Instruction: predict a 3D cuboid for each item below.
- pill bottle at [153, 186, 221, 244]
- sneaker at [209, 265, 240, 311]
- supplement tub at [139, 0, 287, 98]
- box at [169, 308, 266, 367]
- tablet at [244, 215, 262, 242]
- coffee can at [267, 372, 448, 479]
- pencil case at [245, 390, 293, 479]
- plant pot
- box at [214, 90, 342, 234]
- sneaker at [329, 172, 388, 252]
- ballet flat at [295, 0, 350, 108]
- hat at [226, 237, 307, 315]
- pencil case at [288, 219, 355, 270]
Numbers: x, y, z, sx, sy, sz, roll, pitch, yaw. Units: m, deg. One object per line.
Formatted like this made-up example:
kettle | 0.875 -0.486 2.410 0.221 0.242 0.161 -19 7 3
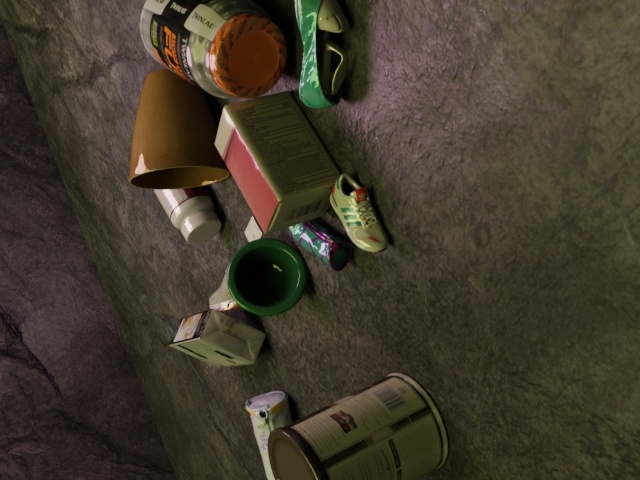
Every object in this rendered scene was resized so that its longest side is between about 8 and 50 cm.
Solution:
pill bottle | -0.355 -0.105 1.966 0.221 0.121 0.121 56 148 22
sneaker | -0.213 0.112 1.902 0.262 0.099 0.121 -19 83 54
supplement tub | -0.211 -0.397 1.469 0.316 0.193 0.194 36 136 46
box | -0.284 0.271 2.020 0.290 0.169 0.087 -21 45 61
tablet | -0.163 -0.018 1.811 0.054 0.006 0.083 60 150 17
coffee can | 0.069 0.390 1.383 0.201 0.275 0.202 37 137 45
pencil case | -0.109 0.530 1.939 0.124 0.113 0.273 -137 32 -76
plant pot | -0.349 -0.269 1.780 0.237 0.237 0.254 -21 75 61
box | -0.084 -0.153 1.445 0.232 0.148 0.127 60 150 20
sneaker | 0.071 -0.052 1.336 0.161 0.057 0.075 57 154 28
ballet flat | 0.010 -0.340 1.261 0.087 0.083 0.247 16 125 27
hat | -0.118 0.094 1.724 0.183 0.208 0.173 55 -129 -75
pencil case | 0.000 0.000 1.482 0.151 0.064 0.070 35 152 46
